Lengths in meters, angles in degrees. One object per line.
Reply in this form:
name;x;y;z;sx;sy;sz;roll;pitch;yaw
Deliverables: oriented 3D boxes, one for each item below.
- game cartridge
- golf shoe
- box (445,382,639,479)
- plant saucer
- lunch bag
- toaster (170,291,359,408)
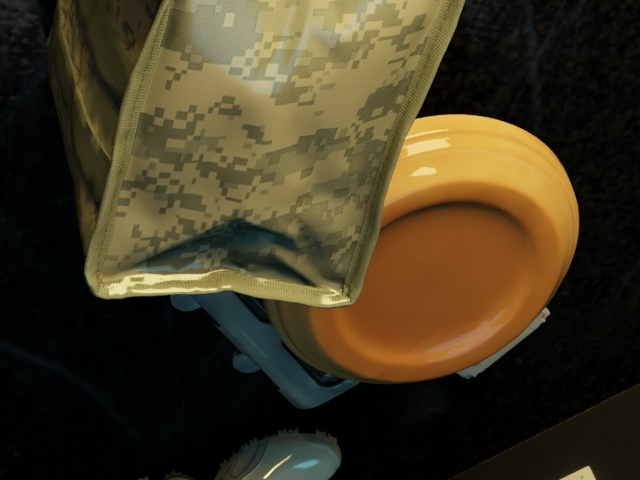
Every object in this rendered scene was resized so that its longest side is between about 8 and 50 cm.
game cartridge;0.124;0.066;1.138;0.083;0.017;0.056;-41;133;18
golf shoe;-0.061;0.205;1.154;0.176;0.086;0.069;-22;131;-1
box;0.244;0.307;1.275;0.296;0.183;0.294;-28;134;8
plant saucer;0.064;0.016;0.912;0.200;0.037;0.200;-10;131;-12
lunch bag;-0.039;-0.146;0.753;0.168;0.235;0.287;4;128;-21
toaster;0.000;0.000;0.978;0.185;0.110;0.168;-30;133;9
